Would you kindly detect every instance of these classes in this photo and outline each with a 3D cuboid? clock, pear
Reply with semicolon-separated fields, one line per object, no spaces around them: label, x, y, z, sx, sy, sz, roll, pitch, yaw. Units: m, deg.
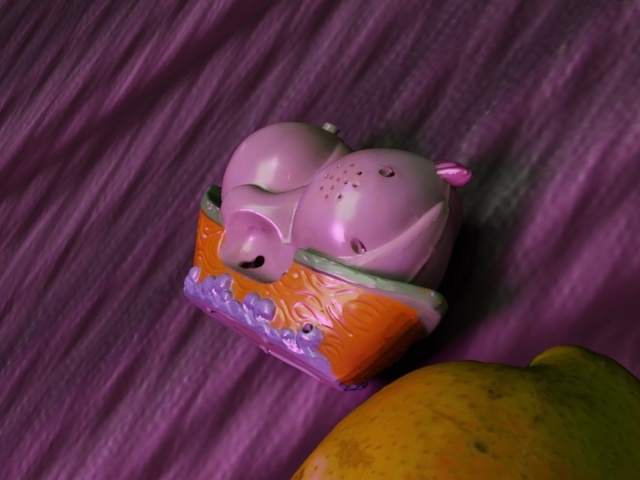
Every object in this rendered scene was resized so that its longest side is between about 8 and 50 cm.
clock;0.000;0.000;0.806;0.231;0.103;0.144;22;75;49
pear;0.064;0.141;0.554;0.187;0.187;0.219;12;75;49
